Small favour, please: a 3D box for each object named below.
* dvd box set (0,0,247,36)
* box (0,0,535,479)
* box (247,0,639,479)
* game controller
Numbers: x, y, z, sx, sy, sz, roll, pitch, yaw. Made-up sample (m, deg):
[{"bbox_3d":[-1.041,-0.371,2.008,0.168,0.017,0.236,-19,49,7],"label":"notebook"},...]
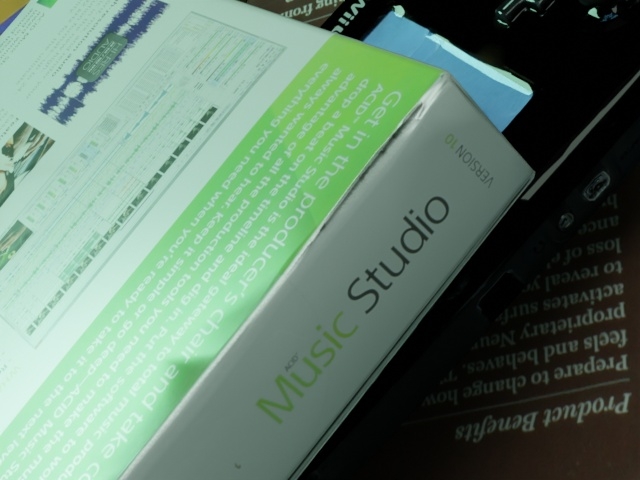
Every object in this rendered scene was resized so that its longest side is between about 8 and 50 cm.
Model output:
[{"bbox_3d":[-0.102,-0.257,0.880,0.420,0.062,0.307,-40,79,-15],"label":"dvd box set"},{"bbox_3d":[-0.092,0.010,0.628,0.232,0.058,0.322,-51,31,-6],"label":"box"},{"bbox_3d":[0.071,0.022,0.701,0.191,0.143,0.381,-13,53,25],"label":"box"},{"bbox_3d":[0.000,0.000,0.625,0.319,0.067,0.166,-47,47,-2],"label":"game controller"}]
